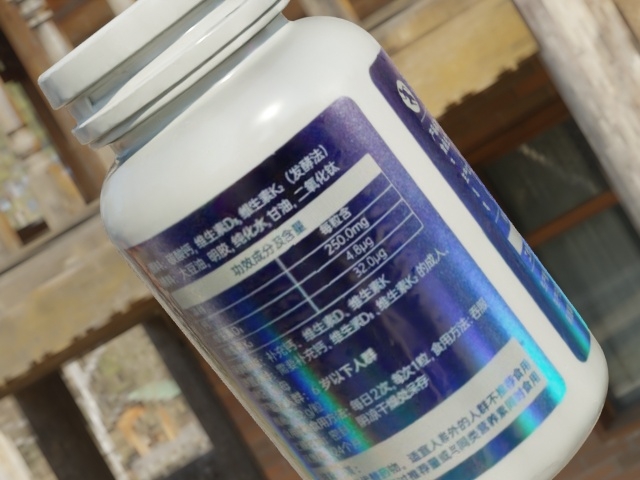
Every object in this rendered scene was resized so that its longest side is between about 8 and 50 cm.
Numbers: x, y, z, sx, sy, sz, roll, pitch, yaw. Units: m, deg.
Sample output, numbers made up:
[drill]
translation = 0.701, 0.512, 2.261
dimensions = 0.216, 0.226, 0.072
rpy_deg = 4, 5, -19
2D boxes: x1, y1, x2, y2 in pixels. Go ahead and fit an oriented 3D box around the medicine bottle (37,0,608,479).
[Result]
[medicine bottle]
translation = 0.000, 0.000, 0.480
dimensions = 0.107, 0.191, 0.107
rpy_deg = -36, 11, 8
